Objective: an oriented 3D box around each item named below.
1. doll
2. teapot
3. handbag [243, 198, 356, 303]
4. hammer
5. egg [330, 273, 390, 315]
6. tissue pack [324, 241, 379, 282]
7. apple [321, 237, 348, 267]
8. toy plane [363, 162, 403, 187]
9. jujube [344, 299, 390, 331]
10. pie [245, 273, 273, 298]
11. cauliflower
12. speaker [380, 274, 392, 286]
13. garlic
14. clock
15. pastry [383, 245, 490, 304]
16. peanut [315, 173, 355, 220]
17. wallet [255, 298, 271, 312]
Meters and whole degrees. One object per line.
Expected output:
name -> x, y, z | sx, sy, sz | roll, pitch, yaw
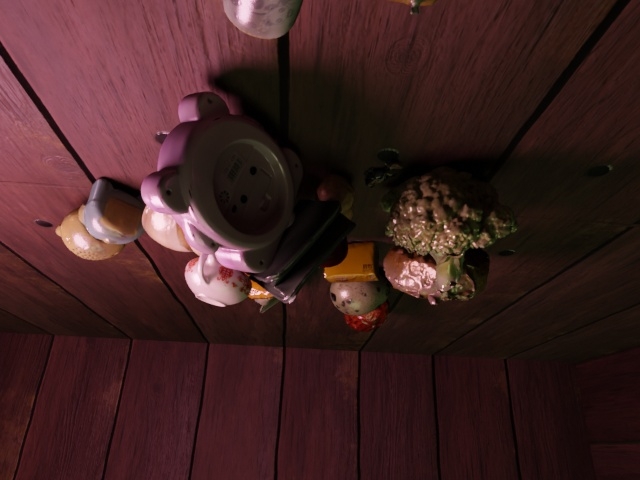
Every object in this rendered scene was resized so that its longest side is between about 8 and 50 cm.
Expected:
doll -> -0.602, -0.040, 1.291 | 0.261, 0.161, 0.177 | -23, 147, 39
teapot -> -0.242, 0.090, 1.089 | 0.159, 0.116, 0.245 | 28, 159, 9
handbag -> -0.063, 0.013, 1.104 | 0.079, 0.247, 0.260 | 48, 165, -22
hammer -> 0.029, -0.357, 0.629 | 0.306, 0.113, 0.202 | 1, 160, -18
egg -> 0.147, 0.183, 1.697 | 0.228, 0.176, 0.177 | -6, 159, -18
tissue pack -> 0.103, 0.072, 1.519 | 0.169, 0.119, 0.082 | -4, 157, 16
apple -> -0.003, 0.007, 1.363 | 0.159, 0.146, 0.156 | -3, 176, 13
toy plane -> 0.144, -0.156, 1.121 | 0.049, 0.031, 0.121 | 10, 157, -29
jujube -> 0.193, 0.295, 1.946 | 0.174, 0.174, 0.250 | 9, 158, -13
pie -> -0.156, 0.035, 1.285 | 0.274, 0.273, 0.069 | -4, 156, 15
cauliflower -> 0.300, -0.049, 1.114 | 0.327, 0.260, 0.281 | 28, 168, 34
speaker -> 0.195, 0.166, 1.812 | 0.191, 0.040, 0.046 | -11, 154, 27
garlic -> -0.294, -0.060, 1.160 | 0.287, 0.249, 0.313 | 5, 146, -7
clock -> -0.181, -0.111, 0.934 | 0.114, 0.295, 0.322 | 6, 160, 37
pastry -> 0.338, 0.075, 1.371 | 0.330, 0.136, 0.329 | 1, -166, 0
peanut -> 0.037, -0.094, 1.203 | 0.104, 0.085, 0.227 | 19, 159, 11
wallet -> -0.118, 0.149, 1.636 | 0.223, 0.077, 0.309 | -28, 172, -25
